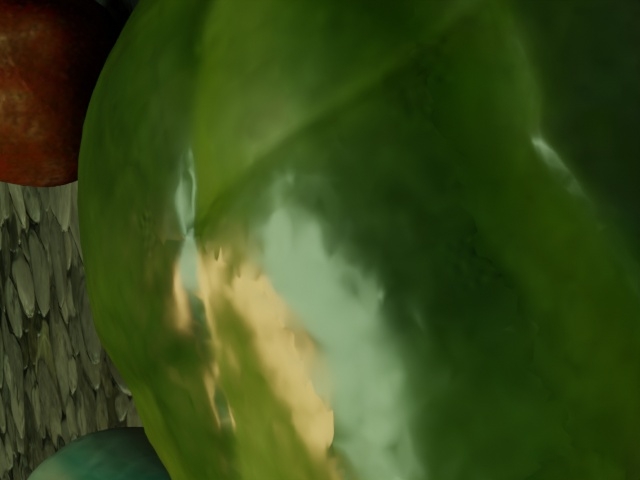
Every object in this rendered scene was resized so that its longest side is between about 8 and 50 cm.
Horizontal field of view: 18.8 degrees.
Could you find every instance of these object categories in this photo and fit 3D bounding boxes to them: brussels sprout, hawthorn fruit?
[{"bbox_3d":[0.062,0.017,0.710,0.314,0.276,0.371,67,163,8],"label":"brussels sprout"},{"bbox_3d":[-0.249,-0.128,1.533,0.169,0.188,0.169,-177,90,-88],"label":"hawthorn fruit"}]

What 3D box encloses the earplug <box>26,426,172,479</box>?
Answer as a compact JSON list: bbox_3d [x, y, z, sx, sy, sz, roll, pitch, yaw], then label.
[{"bbox_3d":[-0.066,0.231,1.216,0.324,0.185,0.185,7,102,62],"label":"earplug"}]
